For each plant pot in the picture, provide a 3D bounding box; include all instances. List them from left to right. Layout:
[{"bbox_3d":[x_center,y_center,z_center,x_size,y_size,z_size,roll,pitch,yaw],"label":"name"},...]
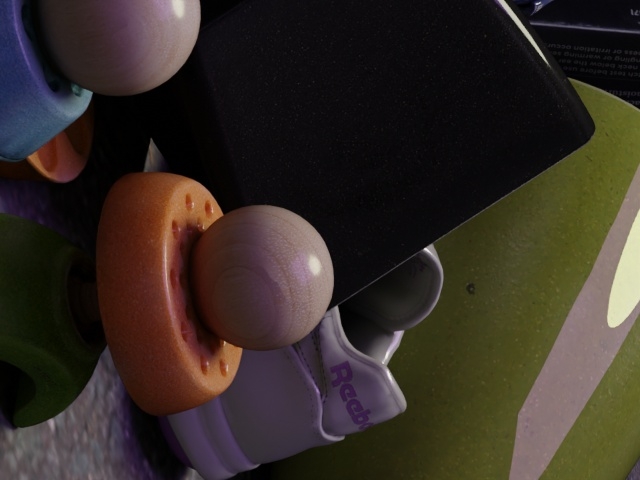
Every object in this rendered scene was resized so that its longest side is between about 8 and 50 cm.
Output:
[{"bbox_3d":[-0.008,-0.106,0.898,0.188,0.187,0.167,55,-4,45],"label":"plant pot"},{"bbox_3d":[0.085,0.091,1.104,0.275,0.274,0.293,64,37,-39],"label":"plant pot"}]

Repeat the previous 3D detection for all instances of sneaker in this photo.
[{"bbox_3d":[0.000,0.000,1.018,0.305,0.152,0.114,-86,155,-43],"label":"sneaker"}]

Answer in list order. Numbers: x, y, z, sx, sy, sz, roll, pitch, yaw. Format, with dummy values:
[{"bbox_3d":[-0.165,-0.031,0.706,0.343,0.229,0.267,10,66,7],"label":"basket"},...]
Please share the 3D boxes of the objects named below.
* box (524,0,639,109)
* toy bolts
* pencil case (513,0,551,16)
[{"bbox_3d":[0.142,-0.163,1.292,0.294,0.182,0.296,94,2,-55],"label":"box"},{"bbox_3d":[-0.093,-0.058,0.748,0.228,0.158,0.218,54,30,-53],"label":"toy bolts"},{"bbox_3d":[0.040,-0.262,1.088,0.306,0.119,0.133,43,24,29],"label":"pencil case"}]
